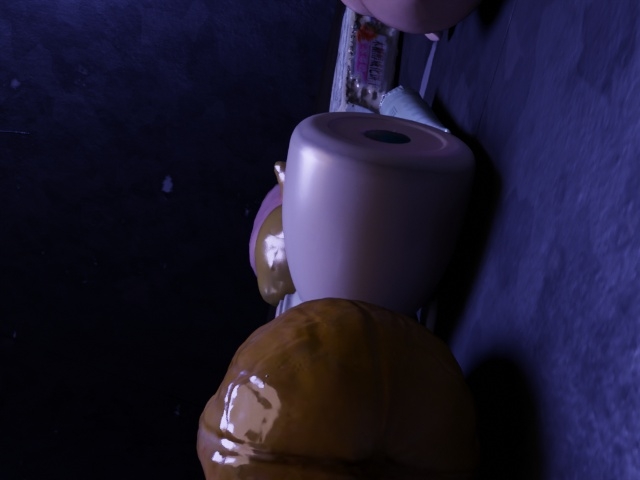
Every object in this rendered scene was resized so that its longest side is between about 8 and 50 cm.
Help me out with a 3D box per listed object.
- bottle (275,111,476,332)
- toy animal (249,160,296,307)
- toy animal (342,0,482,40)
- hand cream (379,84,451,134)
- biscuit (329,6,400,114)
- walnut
[{"bbox_3d":[0.033,0.024,0.804,0.147,0.148,0.236,-94,13,-68],"label":"bottle"},{"bbox_3d":[-0.003,0.003,1.129,0.195,0.169,0.281,58,178,-13],"label":"toy animal"},{"bbox_3d":[0.083,-0.264,0.869,0.248,0.149,0.165,-74,10,-70],"label":"toy animal"},{"bbox_3d":[0.093,-0.096,0.926,0.205,0.050,0.078,-102,23,-66],"label":"hand cream"},{"bbox_3d":[0.062,-0.244,1.351,0.186,0.079,0.309,117,163,-65],"label":"biscuit"},{"bbox_3d":[0.011,0.135,0.640,0.225,0.193,0.193,124,156,-73],"label":"walnut"}]
